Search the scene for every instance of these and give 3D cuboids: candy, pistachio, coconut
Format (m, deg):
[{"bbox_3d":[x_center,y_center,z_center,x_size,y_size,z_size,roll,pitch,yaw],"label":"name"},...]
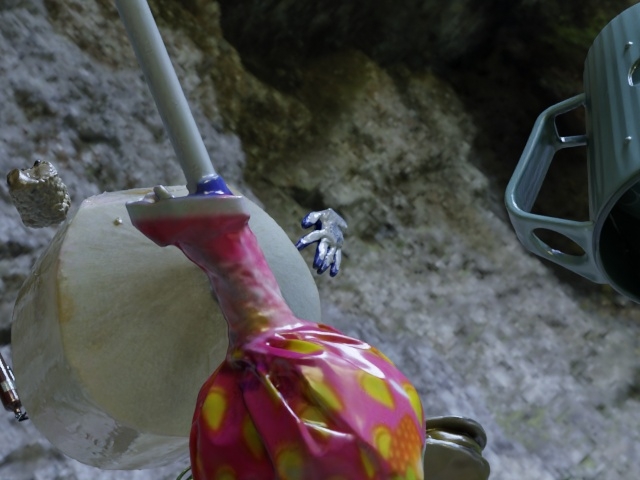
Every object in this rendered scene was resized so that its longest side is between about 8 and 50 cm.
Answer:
[{"bbox_3d":[-0.050,-0.008,0.505,0.124,0.365,0.124,-22,3,1],"label":"candy"},{"bbox_3d":[0.114,0.345,1.525,0.288,0.166,0.197,-29,-58,16],"label":"pistachio"},{"bbox_3d":[-0.482,-0.080,1.736,0.095,0.085,0.110,-19,-56,-16],"label":"candy"},{"bbox_3d":[-0.115,0.061,0.776,0.241,0.241,0.241,-37,-22,-17],"label":"coconut"}]

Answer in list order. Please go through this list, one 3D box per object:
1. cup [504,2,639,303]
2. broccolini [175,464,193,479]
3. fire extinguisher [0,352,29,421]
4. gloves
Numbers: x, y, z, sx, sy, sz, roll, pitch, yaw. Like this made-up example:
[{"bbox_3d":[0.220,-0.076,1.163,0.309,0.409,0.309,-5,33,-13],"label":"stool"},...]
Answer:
[{"bbox_3d":[0.471,-0.131,1.392,0.310,0.401,0.392,99,177,-46],"label":"cup"},{"bbox_3d":[-0.186,0.352,1.472,0.201,0.074,0.058,-29,-54,-45],"label":"broccolini"},{"bbox_3d":[-0.463,0.203,1.482,0.035,0.173,0.049,-25,-28,-20],"label":"fire extinguisher"},{"bbox_3d":[0.000,0.000,1.088,0.026,0.064,0.086,-26,35,38],"label":"gloves"}]
